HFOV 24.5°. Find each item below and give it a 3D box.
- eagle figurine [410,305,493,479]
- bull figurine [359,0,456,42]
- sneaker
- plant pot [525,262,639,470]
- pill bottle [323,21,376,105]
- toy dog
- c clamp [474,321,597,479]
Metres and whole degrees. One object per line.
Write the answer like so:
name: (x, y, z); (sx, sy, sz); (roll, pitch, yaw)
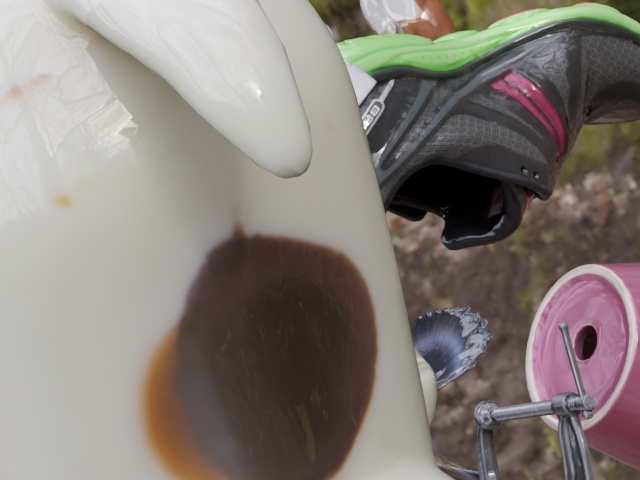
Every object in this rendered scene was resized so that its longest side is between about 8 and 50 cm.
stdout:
eagle figurine: (0.067, 0.221, 1.677); (0.298, 0.226, 0.225); (-11, 42, 7)
bull figurine: (0.101, -0.273, 1.805); (0.101, 0.310, 0.188); (-37, -16, 32)
sneaker: (0.153, -0.097, 1.390); (0.483, 0.202, 0.185); (-15, -9, -34)
plant pot: (0.266, 0.097, 1.128); (0.201, 0.180, 0.201); (-35, 49, 53)
pill bottle: (-0.051, -0.144, 1.155); (0.108, 0.180, 0.108); (-54, 1, 1)
toy dog: (-0.031, 0.082, 0.646); (0.284, 0.408, 0.395); (-26, 1, -37)
c clamp: (0.154, 0.141, 1.066); (0.022, 0.137, 0.161); (-9, -12, -28)
